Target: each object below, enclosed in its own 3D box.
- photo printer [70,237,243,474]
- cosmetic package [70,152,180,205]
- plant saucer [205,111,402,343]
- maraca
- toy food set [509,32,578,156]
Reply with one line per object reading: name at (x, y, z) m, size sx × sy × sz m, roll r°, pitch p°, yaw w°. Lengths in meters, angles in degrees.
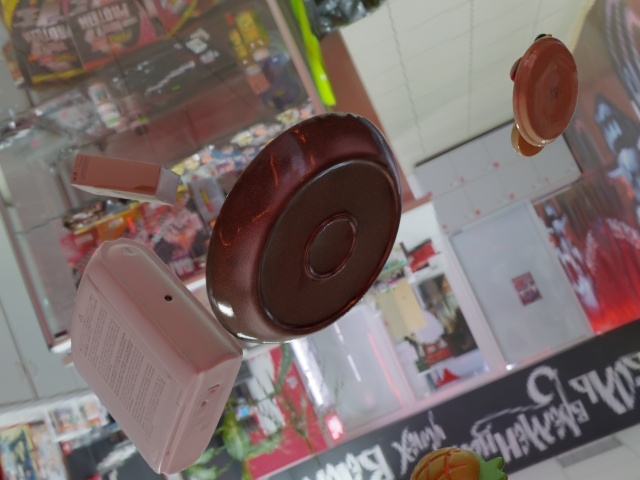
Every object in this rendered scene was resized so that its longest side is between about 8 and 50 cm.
photo printer at (-0.268, 0.165, 1.201) m, size 0.107 × 0.307 × 0.256 m, roll -16°, pitch 139°, yaw -45°
cosmetic package at (-0.236, -0.074, 0.957) m, size 0.115 × 0.041 × 0.060 m, roll 9°, pitch 173°, yaw 17°
plant saucer at (0.000, 0.000, 0.955) m, size 0.310 × 0.050 × 0.310 m, roll -27°, pitch 133°, yaw -33°
maraca at (0.202, 0.364, 1.167) m, size 0.185 × 0.099 × 0.127 m, roll -21°, pitch -149°, yaw 57°
toy food set at (0.166, -0.110, 0.588) m, size 0.082 × 0.083 × 0.020 m, roll -41°, pitch -146°, yaw -27°
